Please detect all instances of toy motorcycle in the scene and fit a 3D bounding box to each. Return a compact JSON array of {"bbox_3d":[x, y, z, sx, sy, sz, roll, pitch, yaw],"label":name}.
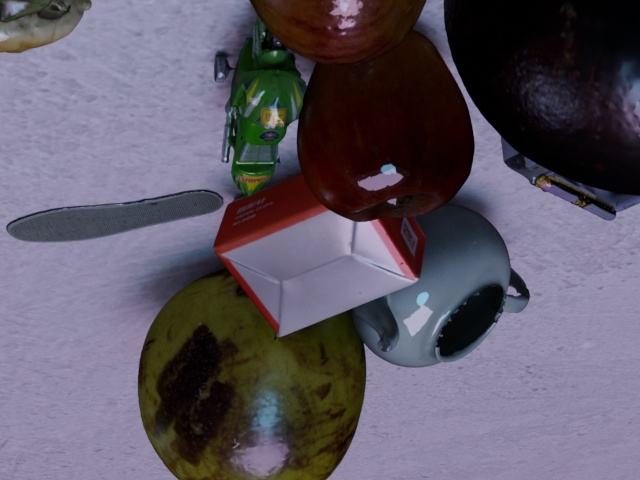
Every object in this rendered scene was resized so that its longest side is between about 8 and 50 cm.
[{"bbox_3d":[-0.049,-0.123,1.238,0.074,0.106,0.190,-1,152,-13],"label":"toy motorcycle"}]

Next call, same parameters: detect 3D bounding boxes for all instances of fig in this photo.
[{"bbox_3d":[0.004,-0.207,1.053,0.202,0.148,0.149,15,139,50],"label":"fig"}]

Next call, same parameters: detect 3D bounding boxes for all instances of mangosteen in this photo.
[{"bbox_3d":[0.237,-0.176,0.983,0.297,0.297,0.313,-2,167,-13],"label":"mangosteen"}]

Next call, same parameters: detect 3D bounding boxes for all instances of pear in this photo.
[{"bbox_3d":[-0.076,0.163,1.637,0.283,0.284,0.283,-6,155,-3],"label":"pear"}]

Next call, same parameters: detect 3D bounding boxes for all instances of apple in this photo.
[{"bbox_3d":[0.054,-0.104,1.250,0.156,0.158,0.147,-9,169,2],"label":"apple"}]

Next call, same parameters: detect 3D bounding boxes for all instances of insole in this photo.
[{"bbox_3d":[-0.216,-0.023,1.516,0.232,0.003,0.080,-9,155,2],"label":"insole"}]

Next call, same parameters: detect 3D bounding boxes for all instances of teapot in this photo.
[{"bbox_3d":[0.128,0.057,1.574,0.294,0.129,0.193,-8,132,-46],"label":"teapot"}]

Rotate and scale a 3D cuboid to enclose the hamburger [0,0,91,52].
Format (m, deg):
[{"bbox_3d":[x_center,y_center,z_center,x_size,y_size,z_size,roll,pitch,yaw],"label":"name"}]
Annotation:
[{"bbox_3d":[-0.208,-0.227,0.862,0.330,0.209,0.162,9,150,-35],"label":"hamburger"}]

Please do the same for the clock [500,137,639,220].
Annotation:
[{"bbox_3d":[0.319,-0.113,1.390,0.253,0.083,0.186,-27,148,34],"label":"clock"}]

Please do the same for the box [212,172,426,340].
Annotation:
[{"bbox_3d":[0.000,0.000,1.464,0.182,0.099,0.133,-23,117,24],"label":"box"}]
